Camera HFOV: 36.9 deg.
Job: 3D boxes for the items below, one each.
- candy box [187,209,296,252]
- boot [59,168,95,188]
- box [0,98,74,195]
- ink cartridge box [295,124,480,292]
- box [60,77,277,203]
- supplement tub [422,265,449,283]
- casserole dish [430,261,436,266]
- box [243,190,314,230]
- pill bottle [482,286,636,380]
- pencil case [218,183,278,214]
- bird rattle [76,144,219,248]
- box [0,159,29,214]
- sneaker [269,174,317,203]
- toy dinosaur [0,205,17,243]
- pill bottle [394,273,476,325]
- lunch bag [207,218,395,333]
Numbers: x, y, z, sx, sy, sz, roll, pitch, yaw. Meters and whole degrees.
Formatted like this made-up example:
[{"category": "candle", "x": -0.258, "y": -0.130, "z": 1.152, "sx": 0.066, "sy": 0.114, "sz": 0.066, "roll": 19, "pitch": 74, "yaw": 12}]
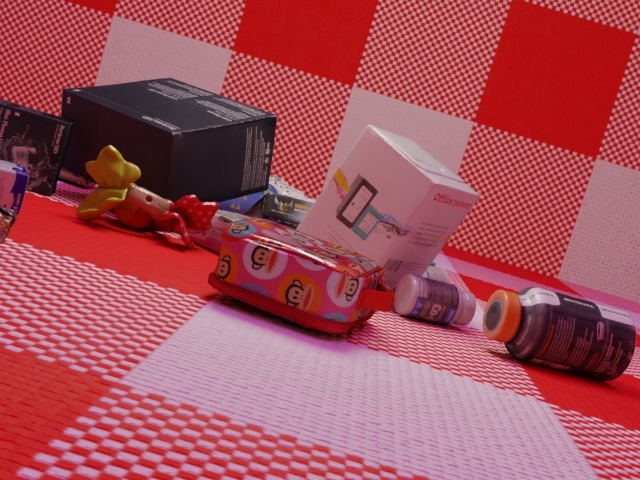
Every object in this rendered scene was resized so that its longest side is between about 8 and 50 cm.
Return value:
[{"category": "candy box", "x": -0.139, "y": -0.005, "z": 1.919, "sx": 0.159, "sy": 0.071, "sz": 0.233, "roll": 22, "pitch": 7, "yaw": 42}, {"category": "boot", "x": -0.625, "y": -0.189, "z": 2.201, "sx": 0.203, "sy": 0.095, "sz": 0.262, "roll": 19, "pitch": 2, "yaw": 15}, {"category": "box", "x": -0.596, "y": -0.188, "z": 1.932, "sx": 0.158, "sy": 0.156, "sz": 0.093, "roll": 16, "pitch": 7, "yaw": -11}, {"category": "ink cartridge box", "x": 0.129, "y": -0.049, "z": 1.860, "sx": 0.197, "sy": 0.270, "sz": 0.198, "roll": 44, "pitch": 19, "yaw": 28}, {"category": "box", "x": -0.327, "y": -0.212, "z": 2.048, "sx": 0.343, "sy": 0.179, "sz": 0.312, "roll": 24, "pitch": 25, "yaw": 33}, {"category": "supplement tub", "x": 0.224, "y": 0.087, "z": 2.074, "sx": 0.071, "sy": 0.071, "sz": 0.107, "roll": 21, "pitch": 7, "yaw": 38}, {"category": "casserole dish", "x": 0.216, "y": 0.052, "z": 2.552, "sx": 0.188, "sy": 0.037, "sz": 0.114, "roll": 16, "pitch": 6, "yaw": -18}, {"category": "box", "x": -0.045, "y": -0.032, "z": 2.153, "sx": 0.231, "sy": 0.056, "sz": 0.183, "roll": 14, "pitch": -20, "yaw": -19}, {"category": "pill bottle", "x": 0.406, "y": 0.155, "z": 1.655, "sx": 0.245, "sy": 0.130, "sz": 0.130, "roll": 15, "pitch": 6, "yaw": -15}, {"category": "pencil case", "x": -0.240, "y": -0.098, "z": 2.295, "sx": 0.306, "sy": 0.133, "sz": 0.119, "roll": 9, "pitch": 54, "yaw": -47}, {"category": "bird rattle", "x": -0.327, "y": -0.071, "z": 1.791, "sx": 0.253, "sy": 0.143, "sz": 0.207, "roll": 17, "pitch": -11, "yaw": -22}, {"category": "box", "x": -0.570, "y": -0.102, "z": 1.615, "sx": 0.137, "sy": 0.072, "sz": 0.126, "roll": 14, "pitch": 6, "yaw": -23}, {"category": "sneaker", "x": -0.112, "y": -0.105, "z": 2.444, "sx": 0.297, "sy": 0.129, "sz": 0.111, "roll": 6, "pitch": 2, "yaw": 26}, {"category": "toy dinosaur", "x": -0.541, "y": -0.082, "z": 1.207, "sx": 0.322, "sy": 0.164, "sz": 0.218, "roll": 37, "pitch": 18, "yaw": -14}, {"category": "pill bottle", "x": 0.211, "y": 0.112, "z": 1.763, "sx": 0.137, "sy": 0.078, "sz": 0.078, "roll": 14, "pitch": 6, "yaw": -21}, {"category": "lunch bag", "x": -0.010, "y": 0.056, "z": 1.464, "sx": 0.258, "sy": 0.120, "sz": 0.293, "roll": 19, "pitch": 6, "yaw": 14}]
